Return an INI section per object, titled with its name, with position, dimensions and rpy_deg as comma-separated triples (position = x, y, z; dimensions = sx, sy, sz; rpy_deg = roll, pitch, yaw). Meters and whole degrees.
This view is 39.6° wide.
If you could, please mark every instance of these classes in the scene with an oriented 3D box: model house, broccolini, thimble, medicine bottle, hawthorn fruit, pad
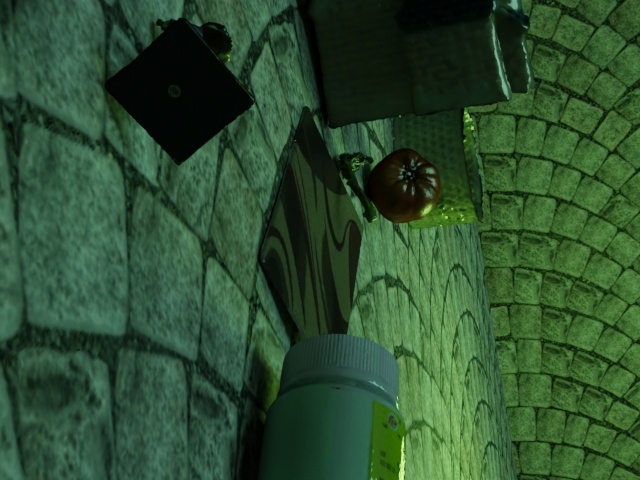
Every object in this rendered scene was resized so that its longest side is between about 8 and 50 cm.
[model house]
position = 0.137, -0.327, 1.253
dimensions = 0.243, 0.298, 0.284
rpy_deg = -67, 146, -62
[broccolini]
position = 0.046, -0.080, 1.239
dimensions = 0.052, 0.054, 0.194
rpy_deg = 36, 22, -20
[thimble]
position = 0.249, -0.161, 1.853
dimensions = 0.271, 0.150, 0.271
rpy_deg = -8, 90, -75
[medicine bottle]
position = 0.011, 0.213, 0.837
dimensions = 0.139, 0.139, 0.225
rpy_deg = 67, 22, -44
[hawthorn fruit]
position = 0.144, -0.086, 1.497
dimensions = 0.140, 0.125, 0.125
rpy_deg = 62, 25, -48
[pad]
position = 0.000, 0.000, 1.101
dimensions = 0.330, 0.004, 0.220
rpy_deg = -78, 148, -51

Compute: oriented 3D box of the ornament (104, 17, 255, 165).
[ornament]
position = -0.109, -0.149, 0.729
dimensions = 0.081, 0.088, 0.203
rpy_deg = 48, 17, -23
